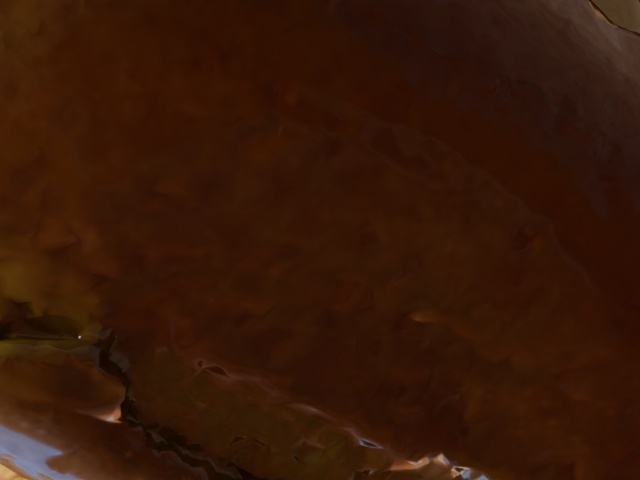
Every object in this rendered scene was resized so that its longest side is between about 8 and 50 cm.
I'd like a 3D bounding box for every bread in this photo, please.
[{"bbox_3d":[0.000,0.000,0.437,0.288,0.204,0.156,31,-151,-27],"label":"bread"}]
